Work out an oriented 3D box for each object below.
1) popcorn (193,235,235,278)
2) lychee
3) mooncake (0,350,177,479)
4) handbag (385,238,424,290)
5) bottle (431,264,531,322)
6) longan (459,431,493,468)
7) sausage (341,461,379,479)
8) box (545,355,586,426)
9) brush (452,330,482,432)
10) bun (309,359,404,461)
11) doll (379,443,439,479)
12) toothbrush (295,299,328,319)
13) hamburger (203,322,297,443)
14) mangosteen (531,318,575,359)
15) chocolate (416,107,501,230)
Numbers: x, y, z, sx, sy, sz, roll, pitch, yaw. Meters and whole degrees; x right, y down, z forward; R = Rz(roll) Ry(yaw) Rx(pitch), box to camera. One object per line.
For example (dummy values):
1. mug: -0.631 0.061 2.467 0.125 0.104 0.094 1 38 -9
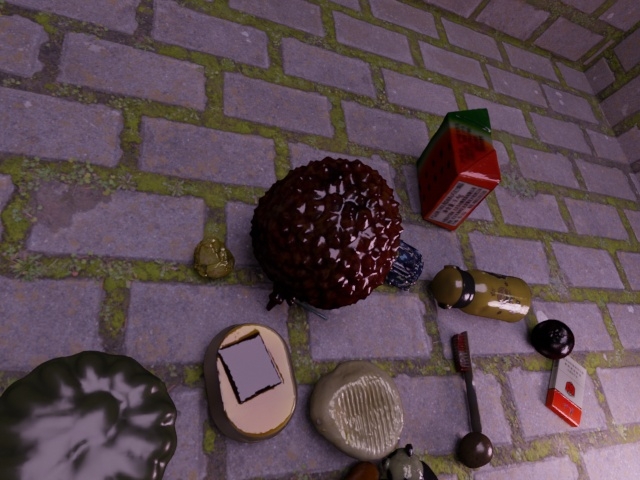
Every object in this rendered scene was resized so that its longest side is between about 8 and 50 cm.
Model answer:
1. popcorn: -0.304 0.054 1.206 0.106 0.116 0.120 -46 134 -8
2. lychee: 0.000 0.000 1.205 0.425 0.500 0.424 40 11 -9
3. mooncake: -0.481 0.408 0.869 0.357 0.194 0.356 11 61 -22
4. handbag: 0.235 0.053 1.468 0.260 0.113 0.162 30 48 -1
5. bottle: 0.563 0.186 1.525 0.352 0.171 0.171 13 60 -21
6. longan: 0.470 0.638 1.292 0.113 0.092 0.113 -17 117 -38
7. sausage: 0.030 0.642 1.060 0.302 0.103 0.076 -9 103 -29
8. box: 0.923 0.551 1.600 0.139 0.035 0.245 39 53 -4
9. brush: 0.482 0.462 1.411 0.050 0.060 0.320 5 61 -10
10. bun: 0.095 0.452 1.161 0.259 0.160 0.259 3 75 -13
11. doll: 0.253 0.654 1.137 0.143 0.135 0.234 -38 91 -37
12. toothbrush: -0.045 0.200 1.307 0.167 0.014 0.011 32 46 -9
13. hamburger: -0.175 0.353 1.083 0.227 0.151 0.295 -4 71 -22
14. mangosteen: 0.878 0.376 1.614 0.153 0.152 0.152 12 60 -21
15. chocolate: 0.511 -0.273 1.639 0.162 0.360 0.341 7 61 -9
